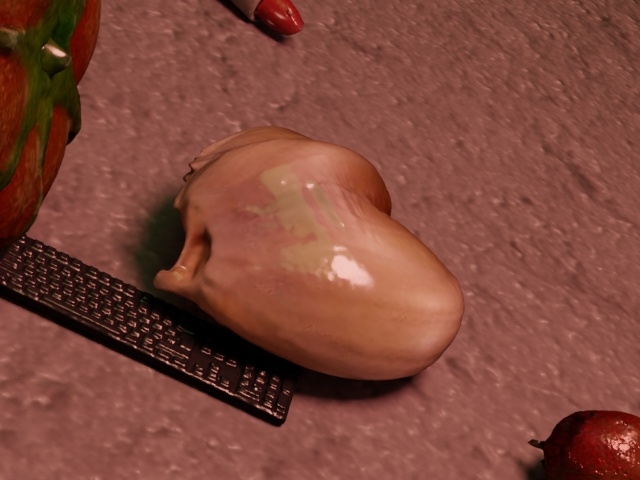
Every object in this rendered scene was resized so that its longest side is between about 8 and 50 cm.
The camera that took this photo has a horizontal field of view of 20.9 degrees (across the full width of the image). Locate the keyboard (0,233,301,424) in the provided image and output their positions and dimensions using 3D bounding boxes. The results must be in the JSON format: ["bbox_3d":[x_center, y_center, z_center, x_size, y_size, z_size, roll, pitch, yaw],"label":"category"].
[{"bbox_3d":[-0.108,0.053,1.089,0.204,0.013,0.061,26,31,-5],"label":"keyboard"}]

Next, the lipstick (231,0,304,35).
[{"bbox_3d":[-0.080,-0.238,1.519,0.186,0.057,0.063,46,34,18],"label":"lipstick"}]

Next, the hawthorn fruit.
[{"bbox_3d":[0.184,0.143,1.138,0.077,0.077,0.077,21,31,-13],"label":"hawthorn fruit"}]

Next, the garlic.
[{"bbox_3d":[0.000,0.000,1.159,0.217,0.110,0.228,43,28,15],"label":"garlic"}]

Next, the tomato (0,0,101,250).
[{"bbox_3d":[-0.262,-0.133,1.021,0.239,0.303,0.303,13,30,4],"label":"tomato"}]
